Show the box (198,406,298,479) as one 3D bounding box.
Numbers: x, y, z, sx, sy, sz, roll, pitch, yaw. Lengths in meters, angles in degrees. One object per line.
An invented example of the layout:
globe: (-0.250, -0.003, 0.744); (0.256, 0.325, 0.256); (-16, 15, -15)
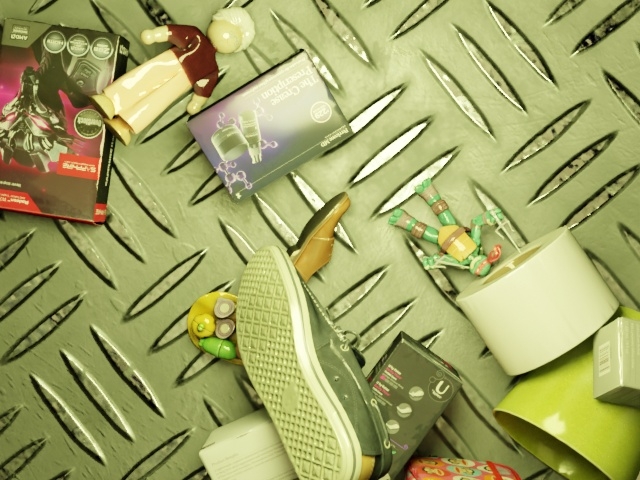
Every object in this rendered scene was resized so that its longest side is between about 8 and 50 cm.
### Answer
box: (-0.113, 0.393, 1.834); (0.181, 0.182, 0.119); (-25, 92, 4)

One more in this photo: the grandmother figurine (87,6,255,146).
grandmother figurine: (-0.262, -0.320, 1.835); (0.342, 0.207, 0.104); (-41, 57, -13)

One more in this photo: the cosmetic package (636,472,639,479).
cosmetic package: (0.706, 0.355, 1.806); (0.197, 0.155, 0.365); (25, 93, 5)

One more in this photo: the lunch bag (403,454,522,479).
lunch bag: (0.281, 0.481, 1.761); (0.258, 0.293, 0.120); (7, 93, -1)

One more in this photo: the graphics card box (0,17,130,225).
graphics card box: (-0.512, -0.228, 1.885); (0.233, 0.094, 0.370); (9, 91, 3)

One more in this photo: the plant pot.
plant pot: (0.512, 0.275, 1.778); (0.275, 0.275, 0.293); (38, 77, 2)

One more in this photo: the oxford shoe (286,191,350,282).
oxford shoe: (0.000, 0.000, 1.882); (0.076, 0.076, 0.212); (34, 101, -13)

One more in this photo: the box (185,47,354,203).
box: (-0.095, -0.217, 1.844); (0.261, 0.103, 0.184); (-31, 105, 3)

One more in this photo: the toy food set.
toy food set: (-0.157, 0.180, 1.886); (0.218, 0.071, 0.128); (19, 92, 2)

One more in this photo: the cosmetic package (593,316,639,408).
cosmetic package: (0.587, 0.221, 1.644); (0.238, 0.107, 0.127); (10, 65, -10)

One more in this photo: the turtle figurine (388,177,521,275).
turtle figurine: (0.250, -0.002, 1.834); (0.175, 0.118, 0.234); (-43, 68, -14)

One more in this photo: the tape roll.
tape roll: (0.392, 0.110, 1.771); (0.246, 0.246, 0.169); (-34, 89, 3)

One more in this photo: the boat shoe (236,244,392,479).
boat shoe: (-0.017, 0.224, 1.736); (0.187, 0.156, 0.500); (-49, 51, 32)

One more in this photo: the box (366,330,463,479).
box: (0.130, 0.323, 1.827); (0.143, 0.165, 0.270); (35, 93, 2)
